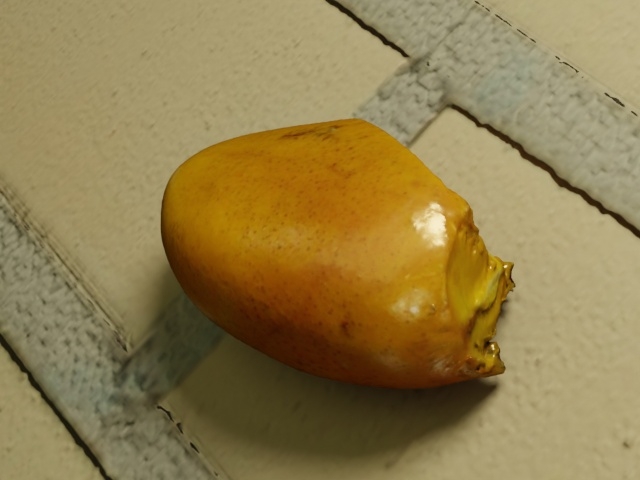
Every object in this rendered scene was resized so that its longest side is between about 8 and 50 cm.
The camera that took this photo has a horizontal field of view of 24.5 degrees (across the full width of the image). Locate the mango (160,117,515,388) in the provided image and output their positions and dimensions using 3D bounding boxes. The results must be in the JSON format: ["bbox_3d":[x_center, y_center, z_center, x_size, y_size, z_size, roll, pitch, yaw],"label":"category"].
[{"bbox_3d":[0.000,0.000,0.867,0.252,0.126,0.154,23,63,39],"label":"mango"}]
